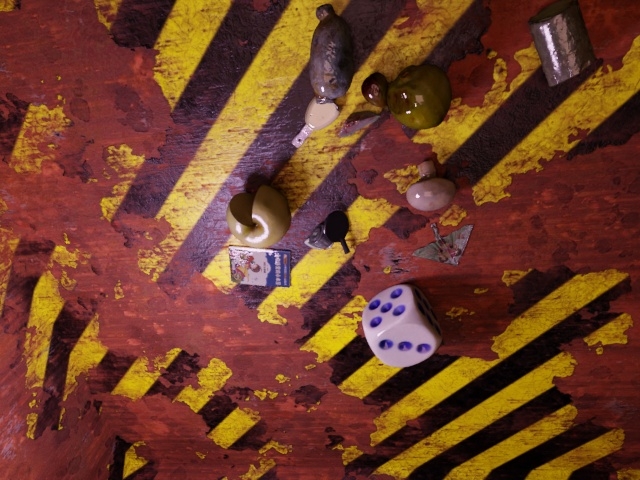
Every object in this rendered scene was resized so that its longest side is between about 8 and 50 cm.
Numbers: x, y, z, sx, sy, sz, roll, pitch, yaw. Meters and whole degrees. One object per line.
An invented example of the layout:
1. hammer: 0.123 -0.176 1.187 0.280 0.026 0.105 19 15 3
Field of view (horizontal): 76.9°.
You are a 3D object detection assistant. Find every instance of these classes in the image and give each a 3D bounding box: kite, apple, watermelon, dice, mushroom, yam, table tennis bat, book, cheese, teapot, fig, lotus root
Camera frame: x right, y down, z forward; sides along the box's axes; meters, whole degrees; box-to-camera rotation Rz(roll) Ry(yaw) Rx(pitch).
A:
1. kite: 0.596 0.024 1.930 0.323 0.013 0.267 -31 112 18
2. apple: -0.275 -0.114 1.818 0.293 0.254 0.291 4 121 7
3. watermelon: 0.153 -0.489 1.664 0.180 0.094 0.081 -28 109 4
4. dice: 0.401 0.418 1.999 0.305 0.304 0.277 -33 110 21
5. mushroom: 0.460 -0.220 1.731 0.206 0.207 0.209 -46 64 25
6. yam: 0.858 -0.697 1.429 0.161 0.161 0.267 -26 110 19
7. table tennis bat: 0.090 -0.032 1.905 0.150 0.027 0.236 -40 123 -23
8. book: -0.316 0.137 2.094 0.323 0.018 0.228 5 119 4
9. cheese: -0.033 -0.497 1.697 0.127 0.050 0.255 40 115 -15
10. teapot: 0.003 0.004 1.936 0.108 0.111 0.149 33 112 -26
11. fig: 0.389 -0.531 1.532 0.239 0.239 0.271 -40 129 24
12. fig: 0.230 -0.580 1.591 0.154 0.103 0.109 50 154 -10
13. lotus root: 0.044 -0.691 1.512 0.175 0.175 0.348 2 117 5
